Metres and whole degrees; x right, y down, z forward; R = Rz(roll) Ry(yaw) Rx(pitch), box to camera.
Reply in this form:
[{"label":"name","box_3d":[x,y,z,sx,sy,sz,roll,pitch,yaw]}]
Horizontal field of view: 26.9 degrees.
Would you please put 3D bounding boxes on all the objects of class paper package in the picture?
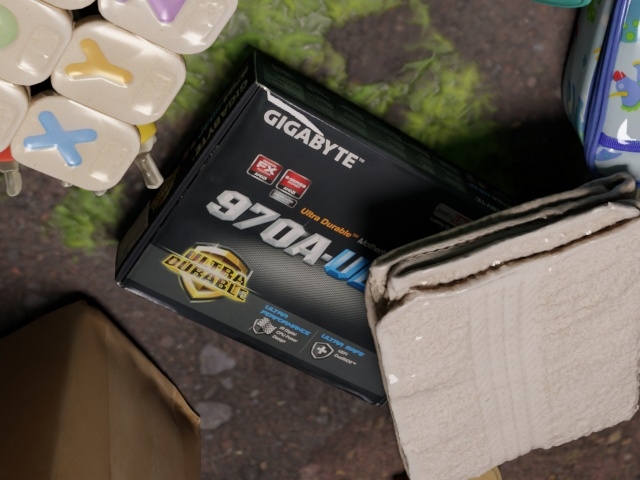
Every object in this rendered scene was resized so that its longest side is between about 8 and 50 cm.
[{"label":"paper package","box_3d":[-0.241,0.241,0.863,0.309,0.325,0.168,-27,121,13]}]

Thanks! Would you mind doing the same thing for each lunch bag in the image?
[{"label":"lunch bag","box_3d":[0.269,-0.112,0.829,0.219,0.090,0.176,4,126,-7]}]

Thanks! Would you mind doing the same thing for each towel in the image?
[{"label":"towel","box_3d":[0.132,0.076,0.903,0.187,0.049,0.282,-19,142,-2]}]

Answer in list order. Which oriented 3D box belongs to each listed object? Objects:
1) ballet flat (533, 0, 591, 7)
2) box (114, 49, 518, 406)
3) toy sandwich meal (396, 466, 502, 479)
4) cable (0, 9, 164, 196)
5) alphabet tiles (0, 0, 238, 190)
[{"label":"ballet flat","box_3d":[0.019,-0.230,0.720,0.348,0.123,0.123,15,120,-18]},{"label":"box","box_3d":[0.000,0.000,0.892,0.220,0.051,0.175,28,116,-22]},{"label":"toy sandwich meal","box_3d":[0.101,0.194,1.046,0.085,0.029,0.086,-4,113,-9]},{"label":"cable","box_3d":[-0.182,-0.151,0.788,0.139,0.072,0.287,-4,111,6]},{"label":"alphabet tiles","box_3d":[-0.199,-0.127,0.699,0.278,0.021,0.284,24,126,-24]}]
